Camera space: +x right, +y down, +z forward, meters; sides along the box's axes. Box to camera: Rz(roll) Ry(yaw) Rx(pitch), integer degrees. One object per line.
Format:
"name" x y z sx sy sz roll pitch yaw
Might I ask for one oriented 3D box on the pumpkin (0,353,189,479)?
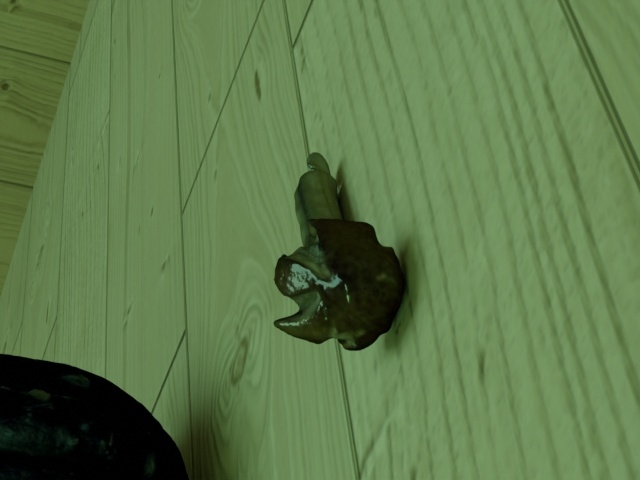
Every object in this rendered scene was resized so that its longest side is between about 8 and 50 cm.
"pumpkin" -0.220 0.248 0.945 0.363 0.266 0.363 -164 90 -71

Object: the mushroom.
"mushroom" 0.000 0.000 0.765 0.187 0.061 0.060 -112 33 -68
